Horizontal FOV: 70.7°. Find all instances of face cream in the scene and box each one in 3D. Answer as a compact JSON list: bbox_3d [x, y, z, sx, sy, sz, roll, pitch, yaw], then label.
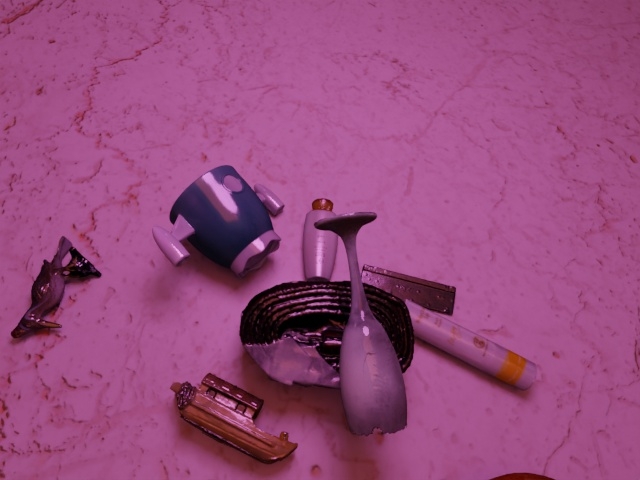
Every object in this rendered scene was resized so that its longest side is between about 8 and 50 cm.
[{"bbox_3d":[0.000,0.000,0.922,0.072,0.051,0.182,5,62,-3],"label":"face cream"}]

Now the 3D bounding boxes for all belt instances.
[{"bbox_3d":[0.006,0.158,0.783,0.290,0.164,0.184,5,87,-6],"label":"belt"}]

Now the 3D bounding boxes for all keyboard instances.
[{"bbox_3d":[0.176,0.098,0.911,0.196,0.018,0.060,15,68,1],"label":"keyboard"}]

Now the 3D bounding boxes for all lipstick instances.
[{"bbox_3d":[0.266,0.193,0.845,0.264,0.059,0.059,26,62,7],"label":"lipstick"}]

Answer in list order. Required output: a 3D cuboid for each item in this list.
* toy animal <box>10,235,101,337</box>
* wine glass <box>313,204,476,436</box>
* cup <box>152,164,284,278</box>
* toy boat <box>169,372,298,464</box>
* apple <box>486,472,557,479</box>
[{"bbox_3d":[-0.488,0.086,0.820,0.105,0.070,0.202,13,62,15],"label":"toy animal"},{"bbox_3d":[0.144,0.105,0.665,0.265,0.096,0.309,-9,82,0],"label":"wine glass"},{"bbox_3d":[-0.168,-0.026,0.857,0.173,0.167,0.300,47,41,8],"label":"cup"},{"bbox_3d":[-0.140,0.288,0.739,0.226,0.068,0.088,24,56,7],"label":"toy boat"},{"bbox_3d":[0.315,0.466,0.593,0.310,0.250,0.277,19,61,6],"label":"apple"}]
